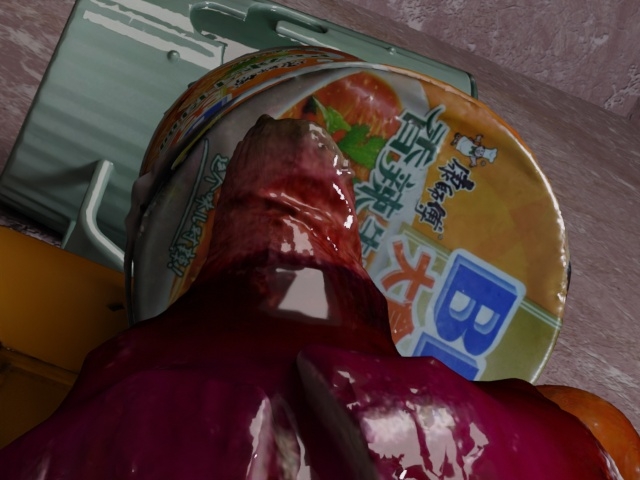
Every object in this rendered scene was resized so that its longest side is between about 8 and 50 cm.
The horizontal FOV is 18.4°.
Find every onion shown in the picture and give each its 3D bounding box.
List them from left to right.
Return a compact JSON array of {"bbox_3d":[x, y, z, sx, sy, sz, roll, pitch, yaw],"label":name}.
[{"bbox_3d":[-0.026,0.135,1.122,0.398,0.398,0.420,13,55,-45],"label":"onion"}]

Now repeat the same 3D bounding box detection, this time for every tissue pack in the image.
[{"bbox_3d":[-0.145,0.126,1.406,0.274,0.145,0.194,24,21,-24],"label":"tissue pack"}]

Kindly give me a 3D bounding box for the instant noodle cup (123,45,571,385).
[{"bbox_3d":[0.000,0.000,1.343,0.296,0.296,0.214,26,9,-17],"label":"instant noodle cup"}]

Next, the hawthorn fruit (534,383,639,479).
[{"bbox_3d":[0.142,0.214,1.562,0.261,0.224,0.224,18,7,36],"label":"hawthorn fruit"}]

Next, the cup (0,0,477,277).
[{"bbox_3d":[-0.073,-0.065,1.795,0.392,0.310,0.401,23,17,-10],"label":"cup"}]
